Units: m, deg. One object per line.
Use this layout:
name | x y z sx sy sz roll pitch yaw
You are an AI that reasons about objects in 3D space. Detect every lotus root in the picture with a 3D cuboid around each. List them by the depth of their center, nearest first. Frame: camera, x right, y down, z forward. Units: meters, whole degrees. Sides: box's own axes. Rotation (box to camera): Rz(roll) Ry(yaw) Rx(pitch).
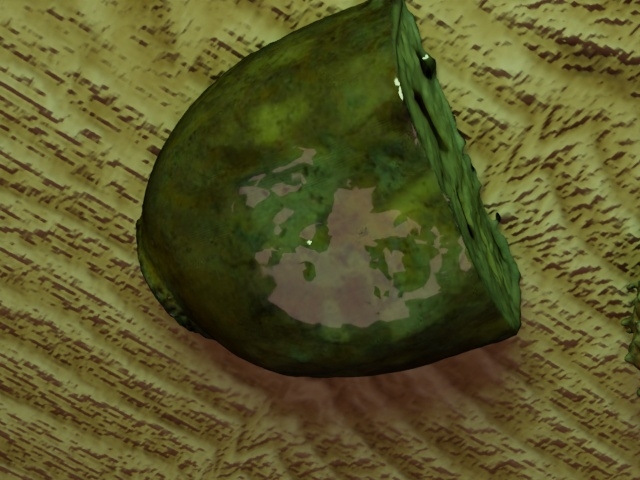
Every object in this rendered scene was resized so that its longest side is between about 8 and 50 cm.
lotus root | -0.016 -0.006 0.851 0.260 0.149 0.267 -16 119 18

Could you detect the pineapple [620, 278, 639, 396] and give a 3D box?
pineapple | 0.313 0.093 0.870 0.166 0.166 0.193 -15 122 18
